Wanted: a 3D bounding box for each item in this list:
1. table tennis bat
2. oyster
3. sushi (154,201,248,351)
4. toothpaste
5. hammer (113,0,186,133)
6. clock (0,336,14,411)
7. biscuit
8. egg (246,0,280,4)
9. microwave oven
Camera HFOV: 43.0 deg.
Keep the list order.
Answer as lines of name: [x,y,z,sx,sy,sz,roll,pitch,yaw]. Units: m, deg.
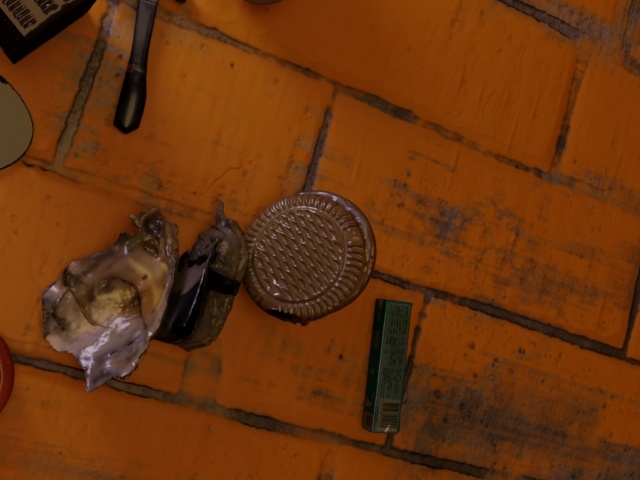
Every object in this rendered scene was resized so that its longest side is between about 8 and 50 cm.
table tennis bat: [-0.594,-0.239,1.340,0.154,0.021,0.274,-41,108,-18]
oyster: [-0.350,0.102,1.403,0.271,0.100,0.275,-17,86,-13]
sushi: [-0.197,0.072,1.472,0.109,0.134,0.273,37,61,-33]
toothpaste: [0.135,0.254,1.641,0.065,0.050,0.267,7,87,-22]
hammer: [-0.327,-0.334,1.444,0.137,0.037,0.290,12,85,-24]
clock: [-0.606,0.222,1.318,0.205,0.051,0.205,0,90,-22]
biscuit: [-0.024,0.028,1.493,0.259,0.079,0.259,-3,79,15]
egg: [-0.096,-0.548,1.462,0.186,0.186,0.253,13,80,-23]
microwave oven: [-0.459,-0.414,1.278,0.188,0.247,0.178,-44,109,-16]
